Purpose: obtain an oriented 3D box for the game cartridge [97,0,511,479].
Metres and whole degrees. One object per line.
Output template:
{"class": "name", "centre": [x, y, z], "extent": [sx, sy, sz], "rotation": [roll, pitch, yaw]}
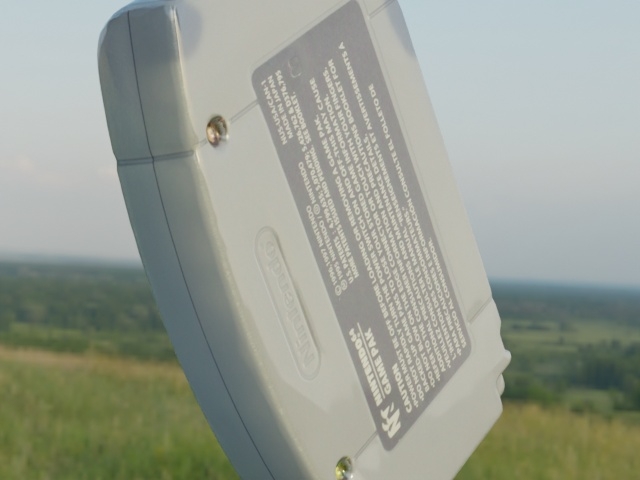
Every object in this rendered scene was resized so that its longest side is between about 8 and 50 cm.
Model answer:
{"class": "game cartridge", "centre": [0.000, 0.000, 0.722], "extent": [0.060, 0.294, 0.196], "rotation": [-6, 24, 33]}
